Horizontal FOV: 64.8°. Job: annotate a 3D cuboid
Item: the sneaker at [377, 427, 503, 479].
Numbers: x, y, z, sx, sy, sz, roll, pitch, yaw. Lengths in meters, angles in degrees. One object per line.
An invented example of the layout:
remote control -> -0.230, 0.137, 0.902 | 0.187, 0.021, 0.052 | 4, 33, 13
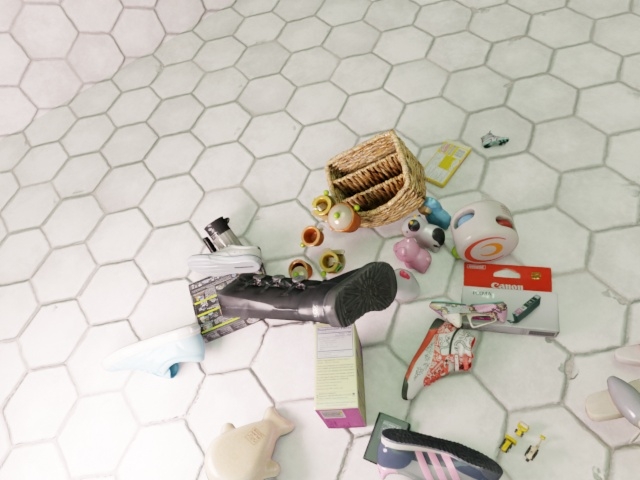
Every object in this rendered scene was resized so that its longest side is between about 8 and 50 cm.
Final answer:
sneaker -> 0.304, 0.594, 1.317 | 0.319, 0.112, 0.130 | 13, 94, 9

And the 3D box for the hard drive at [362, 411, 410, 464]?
hard drive -> 0.184, 0.559, 1.400 | 0.094, 0.022, 0.135 | 16, 62, 21

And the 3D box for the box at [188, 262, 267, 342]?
box -> -0.299, 0.198, 1.719 | 0.270, 0.060, 0.216 | -23, 56, -2

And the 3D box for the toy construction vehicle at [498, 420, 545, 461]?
toy construction vehicle -> 0.535, 0.538, 1.333 | 0.086, 0.035, 0.098 | 26, 64, 38

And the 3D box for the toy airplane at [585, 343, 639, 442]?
toy airplane -> 0.902, 0.363, 1.216 | 0.385, 0.272, 0.386 | 28, 68, 27

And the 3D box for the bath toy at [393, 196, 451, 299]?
bath toy -> 0.310, 0.026, 1.652 | 0.152, 0.129, 0.348 | 19, 64, 22

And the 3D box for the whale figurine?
whale figurine -> -0.196, 0.596, 1.417 | 0.216, 0.141, 0.272 | 28, 43, 26

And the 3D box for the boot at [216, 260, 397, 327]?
boot -> -0.039, 0.155, 1.541 | 0.446, 0.367, 0.146 | -5, 94, 37

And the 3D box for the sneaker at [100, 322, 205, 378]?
sneaker -> -0.537, 0.386, 1.614 | 0.366, 0.135, 0.150 | -21, 84, 16

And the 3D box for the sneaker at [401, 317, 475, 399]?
sneaker -> 0.348, 0.360, 1.451 | 0.145, 0.090, 0.270 | 21, 62, 26

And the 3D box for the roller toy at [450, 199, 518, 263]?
roller toy -> 0.519, -0.031, 1.603 | 0.210, 0.191, 0.146 | -9, 56, 7

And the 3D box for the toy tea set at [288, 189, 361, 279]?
toy tea set -> 0.000, 0.000, 1.664 | 0.200, 0.124, 0.335 | 21, 91, 29

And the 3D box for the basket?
basket -> 0.178, -0.187, 1.700 | 0.299, 0.223, 0.213 | -20, 48, 32

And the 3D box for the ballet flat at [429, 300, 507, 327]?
ballet flat -> 0.431, 0.216, 1.473 | 0.222, 0.077, 0.079 | -1, 74, 11

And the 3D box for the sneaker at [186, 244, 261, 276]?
sneaker -> -0.326, 0.063, 1.732 | 0.259, 0.094, 0.091 | 0, 46, 4

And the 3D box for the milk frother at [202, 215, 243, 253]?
milk frother -> -0.343, -0.015, 1.850 | 0.143, 0.129, 0.134 | -36, 91, -44

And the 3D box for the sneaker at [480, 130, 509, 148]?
sneaker -> 0.653, -0.389, 1.895 | 0.098, 0.038, 0.069 | -9, 57, 6

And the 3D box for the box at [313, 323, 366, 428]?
box -> 0.056, 0.383, 1.426 | 0.118, 0.213, 0.242 | -6, 57, 9

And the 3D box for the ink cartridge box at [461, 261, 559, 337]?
ink cartridge box -> 0.576, 0.166, 1.545 | 0.276, 0.060, 0.238 | 3, 60, 15

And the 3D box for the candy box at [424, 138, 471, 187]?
candy box -> 0.465, -0.290, 1.881 | 0.105, 0.027, 0.206 | 29, 68, 30
